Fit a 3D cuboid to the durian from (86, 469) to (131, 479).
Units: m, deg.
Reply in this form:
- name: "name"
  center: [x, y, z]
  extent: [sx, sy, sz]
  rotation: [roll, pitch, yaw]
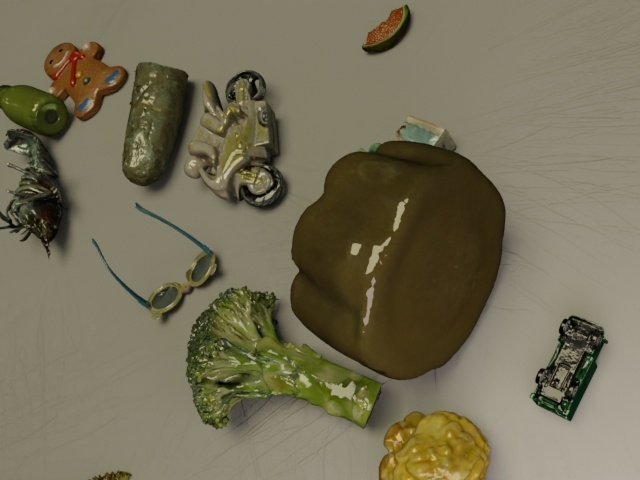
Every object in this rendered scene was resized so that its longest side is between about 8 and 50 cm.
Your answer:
- name: "durian"
  center: [-0.432, 0.581, 1.351]
  extent: [0.172, 0.167, 0.306]
  rotation: [-51, 42, 34]

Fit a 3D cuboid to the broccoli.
- name: "broccoli"
  center: [-0.079, 0.245, 1.302]
  extent: [0.252, 0.221, 0.361]
  rotation: [-31, 47, -34]

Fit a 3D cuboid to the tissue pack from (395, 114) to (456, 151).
- name: "tissue pack"
  center: [0.203, -0.195, 1.425]
  extent: [0.094, 0.074, 0.058]
  rotation: [30, 85, 37]

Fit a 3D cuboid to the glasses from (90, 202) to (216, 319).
- name: "glasses"
  center: [-0.346, 0.028, 1.537]
  extent: [0.190, 0.220, 0.088]
  rotation: [-39, 16, 7]

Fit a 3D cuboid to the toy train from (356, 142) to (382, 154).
- name: "toy train"
  center: [0.141, -0.125, 1.425]
  extent: [0.125, 0.080, 0.194]
  rotation: [-45, 52, -12]

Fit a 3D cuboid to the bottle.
- name: "bottle"
  center: [-0.790, -0.361, 1.988]
  extent: [0.260, 0.112, 0.112]
  rotation: [24, 79, 37]

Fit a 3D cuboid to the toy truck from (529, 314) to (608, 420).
- name: "toy truck"
  center: [0.386, 0.195, 1.140]
  extent: [0.065, 0.079, 0.147]
  rotation: [23, 79, 35]

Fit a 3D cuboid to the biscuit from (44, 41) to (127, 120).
- name: "biscuit"
  center: [-0.667, -0.454, 2.013]
  extent: [0.205, 0.049, 0.324]
  rotation: [-47, 53, 1]

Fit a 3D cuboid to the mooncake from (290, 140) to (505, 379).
- name: "mooncake"
  center: [0.122, 0.026, 1.189]
  extent: [0.201, 0.378, 0.378]
  rotation: [22, 78, 39]

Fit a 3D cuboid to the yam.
- name: "yam"
  center: [-0.397, -0.282, 1.740]
  extent: [0.133, 0.133, 0.330]
  rotation: [-4, 66, 26]

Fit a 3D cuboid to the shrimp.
- name: "shrimp"
  center: [-0.714, -0.129, 1.822]
  extent: [0.221, 0.166, 0.410]
  rotation: [-56, 32, 34]

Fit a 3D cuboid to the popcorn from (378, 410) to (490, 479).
- name: "popcorn"
  center: [0.177, 0.343, 1.136]
  extent: [0.180, 0.170, 0.179]
  rotation: [4, 74, -13]

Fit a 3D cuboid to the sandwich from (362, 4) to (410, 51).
- name: "sandwich"
  center: [0.150, -0.454, 1.604]
  extent: [0.135, 0.029, 0.067]
  rotation: [-45, 49, 2]

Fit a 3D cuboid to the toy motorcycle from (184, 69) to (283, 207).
- name: "toy motorcycle"
  center: [-0.199, -0.213, 1.619]
  extent: [0.223, 0.108, 0.340]
  rotation: [-14, 68, 14]
